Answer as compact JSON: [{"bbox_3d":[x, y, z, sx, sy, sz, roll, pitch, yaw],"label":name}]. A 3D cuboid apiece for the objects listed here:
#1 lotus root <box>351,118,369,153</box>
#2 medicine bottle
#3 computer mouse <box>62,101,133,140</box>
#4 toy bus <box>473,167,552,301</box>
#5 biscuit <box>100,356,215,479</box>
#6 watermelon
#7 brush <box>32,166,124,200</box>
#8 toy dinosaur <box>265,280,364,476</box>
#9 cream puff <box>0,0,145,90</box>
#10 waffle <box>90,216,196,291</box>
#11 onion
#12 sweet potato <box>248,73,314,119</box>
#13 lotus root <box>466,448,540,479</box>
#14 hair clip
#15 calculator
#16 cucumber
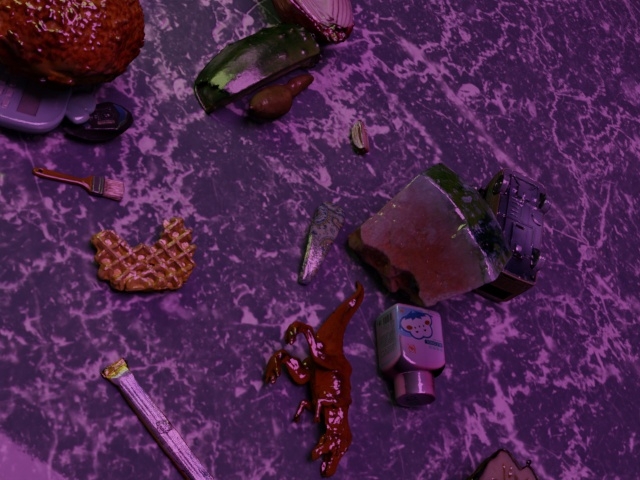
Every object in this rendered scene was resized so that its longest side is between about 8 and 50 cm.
[{"bbox_3d":[0.091,-0.236,2.096,0.037,0.030,0.083,33,45,-53],"label":"lotus root"},{"bbox_3d":[0.183,0.232,1.829,0.119,0.094,0.187,14,56,-26],"label":"medicine bottle"},{"bbox_3d":[-0.428,-0.223,1.757,0.135,0.047,0.079,-9,52,-21],"label":"computer mouse"},{"bbox_3d":[0.424,-0.013,2.087,0.140,0.157,0.289,23,55,-13],"label":"toy bus"},{"bbox_3d":[-0.265,0.323,1.543,0.048,0.026,0.292,-34,83,-36],"label":"biscuit"},{"bbox_3d":[0.239,0.000,1.874,0.302,0.151,0.264,-36,84,-3],"label":"watermelon"},{"bbox_3d":[-0.448,-0.110,1.698,0.170,0.014,0.043,14,55,-24],"label":"brush"},{"bbox_3d":[0.000,0.217,1.727,0.208,0.097,0.432,30,53,-31],"label":"toy dinosaur"},{"bbox_3d":[-0.479,-0.423,1.680,0.351,0.228,0.350,19,32,-12],"label":"cream puff"},{"bbox_3d":[-0.320,0.026,1.672,0.194,0.051,0.148,0,63,-26],"label":"waffle"},{"bbox_3d":[-0.026,-0.538,2.137,0.227,0.120,0.283,6,51,-39],"label":"onion"},{"bbox_3d":[-0.092,-0.310,2.004,0.074,0.075,0.269,48,38,1],"label":"sweet potato"},{"bbox_3d":[0.343,0.510,1.778,0.204,0.078,0.183,-30,93,-36],"label":"lotus root"},{"bbox_3d":[0.001,-0.002,1.896,0.066,0.036,0.229,28,51,-7],"label":"hair clip"},{"bbox_3d":[-0.567,-0.280,1.695,0.295,0.042,0.184,17,49,-15],"label":"calculator"},{"bbox_3d":[-0.145,-0.390,1.999,0.145,0.105,0.325,51,52,3],"label":"cucumber"}]
